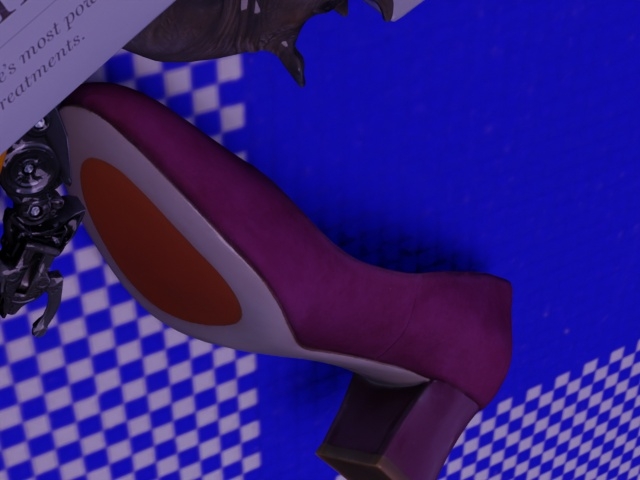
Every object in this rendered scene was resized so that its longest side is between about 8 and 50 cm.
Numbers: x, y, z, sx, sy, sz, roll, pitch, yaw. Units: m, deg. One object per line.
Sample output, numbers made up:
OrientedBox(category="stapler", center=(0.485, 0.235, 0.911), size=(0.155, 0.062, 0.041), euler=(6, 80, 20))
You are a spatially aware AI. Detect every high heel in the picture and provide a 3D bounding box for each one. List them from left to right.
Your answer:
OrientedBox(category="high heel", center=(0.000, 0.000, 0.653), size=(0.377, 0.127, 0.181), euler=(54, 55, -42))

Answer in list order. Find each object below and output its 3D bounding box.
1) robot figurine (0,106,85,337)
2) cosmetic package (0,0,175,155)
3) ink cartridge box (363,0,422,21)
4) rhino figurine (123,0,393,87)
OrientedBox(category="robot figurine", center=(-0.229, 0.031, 0.492), size=(0.211, 0.085, 0.291), euler=(3, 119, -38))
OrientedBox(category="cosmetic package", center=(-0.093, -0.176, 0.259), size=(0.377, 0.097, 0.284), euler=(-44, 151, -10))
OrientedBox(category="ink cartridge box", center=(0.069, -0.291, 0.487), size=(0.261, 0.066, 0.296), euler=(-38, 136, -5))
OrientedBox(category="rhino figurine", center=(-0.071, -0.126, 0.482), size=(0.243, 0.073, 0.106), euler=(7, 130, -30))
